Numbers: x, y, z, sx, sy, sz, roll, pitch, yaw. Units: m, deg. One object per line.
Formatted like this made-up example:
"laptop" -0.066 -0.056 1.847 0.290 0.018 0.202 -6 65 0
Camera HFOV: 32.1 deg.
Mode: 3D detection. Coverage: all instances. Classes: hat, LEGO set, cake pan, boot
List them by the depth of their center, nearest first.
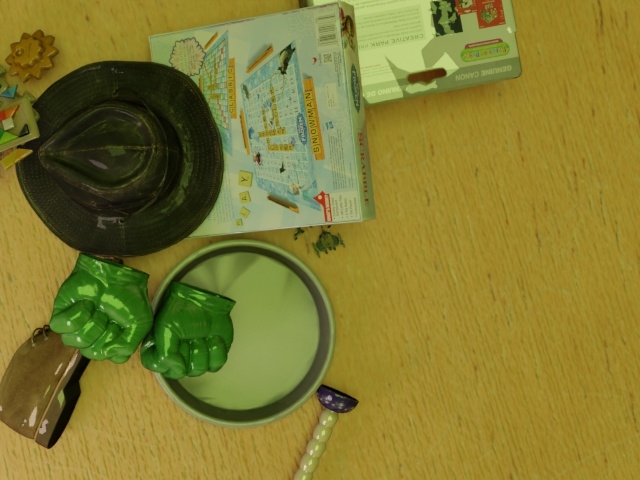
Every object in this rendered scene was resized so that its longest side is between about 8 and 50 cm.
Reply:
"hat" -0.316 -0.122 1.623 0.332 0.134 0.331 0 92 13
"boot" -0.394 0.153 1.676 0.115 0.112 0.305 25 88 5
"cake pan" -0.124 0.143 1.731 0.293 0.054 0.293 0 90 -8
"LEGO set" 0.000 -0.003 1.767 0.083 0.023 0.054 36 83 7

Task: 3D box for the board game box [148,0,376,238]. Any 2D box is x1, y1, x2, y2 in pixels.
"board game box" -0.090 -0.171 1.655 0.318 0.066 0.318 -5 92 22

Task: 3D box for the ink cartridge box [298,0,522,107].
"ink cartridge box" 0.131 -0.351 1.724 0.310 0.130 0.271 -11 92 -7

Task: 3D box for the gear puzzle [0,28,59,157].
"gear puzzle" -0.515 -0.183 1.645 0.339 0.044 0.175 -46 65 -5

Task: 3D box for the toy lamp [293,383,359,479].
"toy lamp" -0.023 0.364 1.734 0.080 0.080 0.274 23 88 -7

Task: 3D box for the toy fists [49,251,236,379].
"toy fists" -0.250 0.122 1.607 0.279 0.096 0.142 19 90 -32

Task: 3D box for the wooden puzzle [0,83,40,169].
"wooden puzzle" -0.448 -0.166 1.606 0.079 0.014 0.116 -26 72 -2
